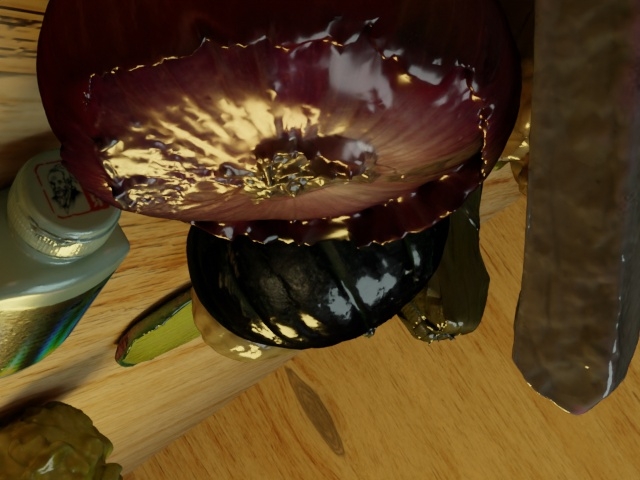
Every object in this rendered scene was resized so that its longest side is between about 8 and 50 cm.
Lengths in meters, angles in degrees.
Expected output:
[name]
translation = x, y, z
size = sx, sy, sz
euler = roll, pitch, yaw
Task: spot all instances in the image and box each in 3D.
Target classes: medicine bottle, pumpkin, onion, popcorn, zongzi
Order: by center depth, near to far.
[onion]
translation = -0.021, -0.082, 0.458
size = 0.248, 0.161, 0.248
euler = -16, 151, -9
[medicine bottle]
translation = -0.203, 0.021, 0.629
size = 0.121, 0.083, 0.229
euler = -22, 167, -39
[pumpkin]
translation = 0.000, 0.000, 0.824
size = 0.250, 0.216, 0.250
euler = -22, -156, 10
[zongzi]
translation = 0.181, -0.018, 1.187
size = 0.125, 0.250, 0.274
euler = 1, 147, -42
[popcorn]
translation = -0.373, 0.335, 1.251
size = 0.181, 0.216, 0.235
euler = -30, -178, -40

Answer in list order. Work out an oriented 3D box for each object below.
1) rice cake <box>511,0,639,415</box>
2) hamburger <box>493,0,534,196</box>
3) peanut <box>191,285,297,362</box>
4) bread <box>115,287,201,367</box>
[rice cake]
translation = 0.124, -0.110, 0.397
size = 0.064, 0.398, 0.070
euler = 11, -156, 32
[hamburger]
translation = 0.183, -0.129, 0.565
size = 0.245, 0.211, 0.260
euler = -52, -163, 44
[peanut]
translation = 0.004, 0.013, 1.039
size = 0.340, 0.158, 0.174
euler = -35, 150, -10
[bread]
translation = -0.185, 0.105, 1.250
size = 0.228, 0.033, 0.228
euler = -33, 169, -7
